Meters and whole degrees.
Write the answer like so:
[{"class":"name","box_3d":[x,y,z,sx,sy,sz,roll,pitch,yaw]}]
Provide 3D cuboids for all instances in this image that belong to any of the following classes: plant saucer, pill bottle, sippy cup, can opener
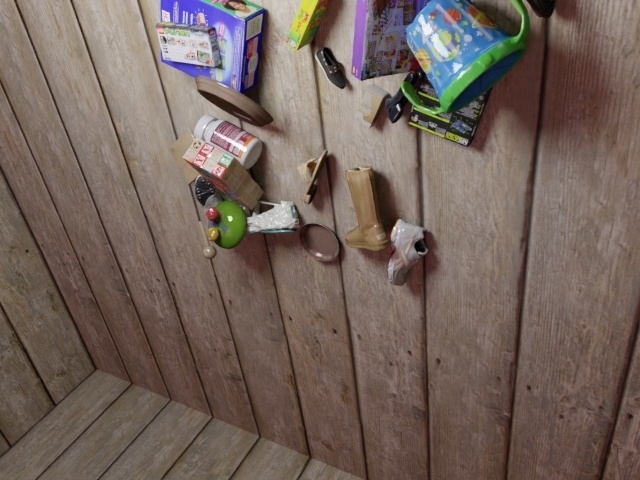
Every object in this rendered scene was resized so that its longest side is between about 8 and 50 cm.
[{"class":"plant saucer","box_3d":[0.000,0.000,2.152,0.169,0.029,0.168,19,132,22]},{"class":"plant saucer","box_3d":[-0.282,-0.440,1.871,0.278,0.041,0.278,27,179,1]},{"class":"pill bottle","box_3d":[-0.325,-0.350,2.041,0.221,0.121,0.121,31,135,12]},{"class":"sippy cup","box_3d":[0.333,-0.469,1.413,0.305,0.240,0.224,-37,81,2]},{"class":"can opener","box_3d":[0.237,-0.409,1.632,0.073,0.059,0.186,60,150,17]}]

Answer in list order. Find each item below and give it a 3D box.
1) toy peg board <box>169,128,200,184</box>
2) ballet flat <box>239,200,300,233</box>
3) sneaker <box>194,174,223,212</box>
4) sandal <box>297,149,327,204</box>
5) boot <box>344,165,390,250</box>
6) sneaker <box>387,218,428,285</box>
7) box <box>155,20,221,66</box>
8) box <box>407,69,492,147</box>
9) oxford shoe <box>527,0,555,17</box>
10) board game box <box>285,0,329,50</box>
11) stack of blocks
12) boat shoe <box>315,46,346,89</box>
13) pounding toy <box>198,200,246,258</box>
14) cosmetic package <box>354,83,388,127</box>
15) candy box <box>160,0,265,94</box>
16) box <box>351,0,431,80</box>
[{"class":"toy peg board","box_3d":[-0.474,-0.323,2.214,0.161,0.079,0.160,-28,89,44]},{"class":"ballet flat","box_3d":[-0.247,-0.081,2.214,0.409,0.147,0.147,-6,119,34]},{"class":"sneaker","box_3d":[-0.429,-0.168,2.253,0.085,0.086,0.237,-17,136,-1]},{"class":"sandal","box_3d":[-0.045,-0.222,1.970,0.079,0.088,0.240,27,139,7]},{"class":"boot","box_3d":[0.132,-0.110,1.934,0.236,0.089,0.269,7,117,58]},{"class":"sneaker","box_3d":[0.295,0.056,1.946,0.121,0.099,0.262,14,131,20]},{"class":"box","box_3d":[-0.407,-0.604,1.787,0.207,0.036,0.114,16,132,25]},{"class":"box","box_3d":[0.354,-0.374,1.607,0.191,0.045,0.184,25,136,16]},{"class":"oxford shoe","box_3d":[0.462,-0.609,1.338,0.227,0.083,0.096,56,152,-12]},{"class":"board game box","box_3d":[-0.030,-0.632,1.638,0.043,0.092,0.181,38,136,5]},{"class":"stack of blocks","box_3d":[-0.336,-0.229,2.053,0.171,0.087,0.297,29,171,22]},{"class":"boat shoe","box_3d":[0.036,-0.509,1.719,0.042,0.049,0.133,-24,103,52]},{"class":"pounding toy","box_3d":[-0.396,-0.047,2.166,0.237,0.110,0.182,-33,70,33]},{"class":"cosmetic package","box_3d":[0.150,-0.399,1.729,0.060,0.041,0.115,32,135,10]},{"class":"candy box","box_3d":[-0.346,-0.643,1.830,0.317,0.122,0.268,28,136,13]},{"class":"box","box_3d":[0.185,-0.564,1.469,0.057,0.201,0.293,52,149,43]}]
